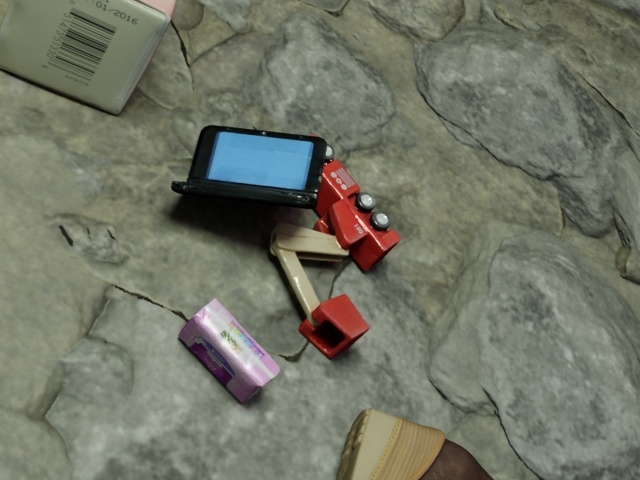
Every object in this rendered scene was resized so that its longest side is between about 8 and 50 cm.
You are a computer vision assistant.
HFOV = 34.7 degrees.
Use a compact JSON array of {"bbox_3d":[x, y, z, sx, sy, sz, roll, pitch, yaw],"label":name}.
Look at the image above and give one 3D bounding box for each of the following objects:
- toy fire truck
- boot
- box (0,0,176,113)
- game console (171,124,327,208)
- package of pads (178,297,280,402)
[{"bbox_3d":[0.000,0.000,0.955,0.135,0.047,0.192,-31,78,-39],"label":"toy fire truck"},{"bbox_3d":[0.091,0.265,0.805,0.207,0.090,0.248,32,45,-6],"label":"boot"},{"bbox_3d":[-0.196,-0.260,0.941,0.127,0.148,0.232,22,52,-18],"label":"box"},{"bbox_3d":[-0.061,-0.069,0.917,0.122,0.107,0.071,6,91,6],"label":"game console"},{"bbox_3d":[-0.075,0.092,0.845,0.083,0.050,0.032,46,53,3],"label":"package of pads"}]
